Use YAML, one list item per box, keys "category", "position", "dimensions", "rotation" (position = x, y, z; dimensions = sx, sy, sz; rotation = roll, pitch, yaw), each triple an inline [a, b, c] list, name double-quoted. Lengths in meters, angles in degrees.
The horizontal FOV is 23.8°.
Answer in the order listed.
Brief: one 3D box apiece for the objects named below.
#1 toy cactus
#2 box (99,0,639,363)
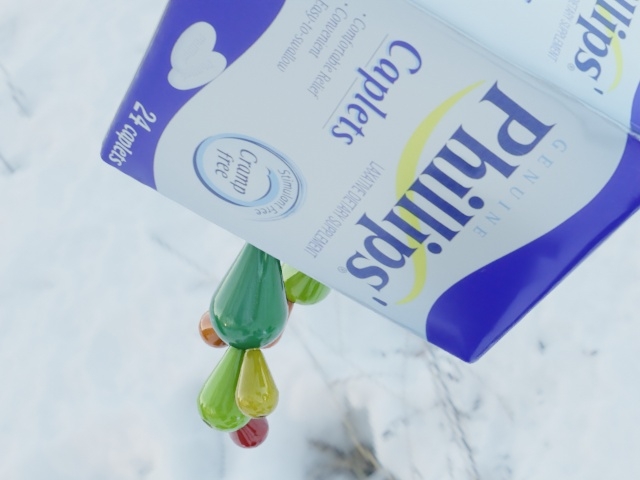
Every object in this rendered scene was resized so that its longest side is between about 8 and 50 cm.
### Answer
- category: "toy cactus"
  position: [0.000, 0.000, 0.707]
  dimensions: [0.219, 0.180, 0.112]
  rotation: [-44, 54, 7]
- category: "box"
  position: [0.023, -0.047, 0.434]
  dimensions: [0.126, 0.137, 0.072]
  rotation: [-53, 10, 54]
